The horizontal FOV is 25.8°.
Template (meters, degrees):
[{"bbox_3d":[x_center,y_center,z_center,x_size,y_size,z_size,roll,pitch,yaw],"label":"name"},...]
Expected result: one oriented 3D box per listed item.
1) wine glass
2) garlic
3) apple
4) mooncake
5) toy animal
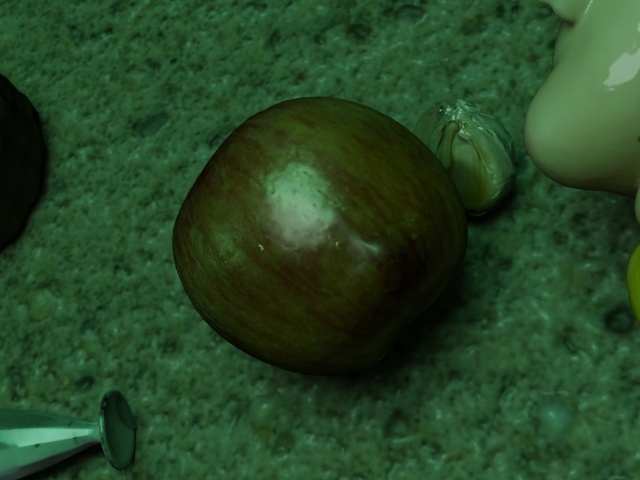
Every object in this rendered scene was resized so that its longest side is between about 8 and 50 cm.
[{"bbox_3d":[-0.231,0.161,1.114,0.155,0.073,0.073,-9,59,16],"label":"wine glass"},{"bbox_3d":[0.113,-0.071,1.116,0.074,0.094,0.113,-15,38,-38],"label":"garlic"},{"bbox_3d":[0.000,0.000,1.039,0.211,0.211,0.188,-44,78,-7],"label":"apple"},{"bbox_3d":[-0.368,-0.074,1.272,0.228,0.124,0.228,-9,60,16],"label":"mooncake"},{"bbox_3d":[0.237,-0.083,0.944,0.247,0.345,0.277,38,113,23],"label":"toy animal"}]
